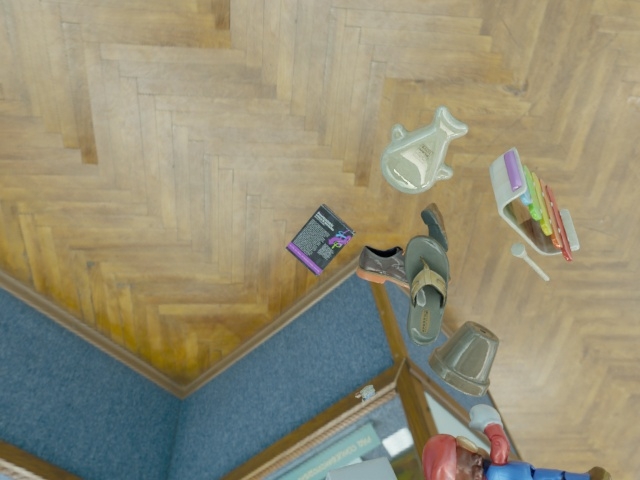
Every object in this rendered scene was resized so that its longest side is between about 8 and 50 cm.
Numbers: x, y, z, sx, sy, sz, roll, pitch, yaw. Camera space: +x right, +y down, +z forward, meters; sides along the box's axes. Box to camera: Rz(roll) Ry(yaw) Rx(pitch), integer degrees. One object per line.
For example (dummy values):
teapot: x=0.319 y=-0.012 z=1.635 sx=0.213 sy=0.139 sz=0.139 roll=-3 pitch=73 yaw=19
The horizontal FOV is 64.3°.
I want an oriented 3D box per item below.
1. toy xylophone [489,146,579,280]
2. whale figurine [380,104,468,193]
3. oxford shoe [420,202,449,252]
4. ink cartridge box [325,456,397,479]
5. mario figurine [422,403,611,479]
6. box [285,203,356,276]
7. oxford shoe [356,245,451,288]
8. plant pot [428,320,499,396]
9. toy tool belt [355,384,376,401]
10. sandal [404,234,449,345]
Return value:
toy xylophone: x=0.472 y=-0.047 z=1.118 sx=0.081 sy=0.236 sz=0.322 roll=-26 pitch=148 yaw=35
whale figurine: x=0.292 y=-0.259 z=1.430 sx=0.216 sy=0.141 sz=0.272 roll=39 pitch=127 yaw=-1
oxford shoe: x=0.441 y=-0.047 z=1.889 sx=0.076 sy=0.076 sz=0.212 roll=7 pitch=134 yaw=42
ink cartridge box: x=0.101 y=0.696 z=1.272 sx=0.168 sy=0.171 sz=0.233 roll=-5 pitch=127 yaw=-21
mario figurine: x=0.340 y=0.428 z=0.916 sx=0.320 sy=0.198 sz=0.170 roll=5 pitch=131 yaw=37
box: x=0.000 y=0.000 z=1.332 sx=0.116 sy=0.029 sz=0.162 roll=43 pitch=114 yaw=4
oxford shoe: x=0.242 y=0.074 z=1.443 sx=0.271 sy=0.097 sz=0.098 roll=7 pitch=110 yaw=-1
plant pot: x=0.603 y=0.459 z=2.059 sx=0.263 sy=0.263 sz=0.229 roll=22 pitch=105 yaw=-19
toy tool belt: x=0.183 y=0.614 z=2.020 sx=0.083 sy=0.052 sz=0.051 roll=-27 pitch=85 yaw=-31
sandal: x=0.203 y=0.100 z=0.987 sx=0.090 sy=0.060 sz=0.219 roll=5 pitch=93 yaw=6
